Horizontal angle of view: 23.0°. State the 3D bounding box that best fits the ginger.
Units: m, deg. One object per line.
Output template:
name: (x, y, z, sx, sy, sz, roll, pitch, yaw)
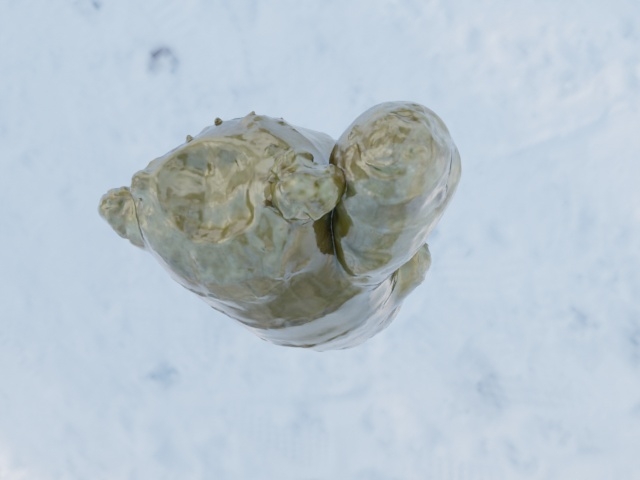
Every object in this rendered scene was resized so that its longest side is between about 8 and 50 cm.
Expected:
ginger: (-0.013, 0.001, 0.588, 0.081, 0.115, 0.205, 61, 172, 13)
